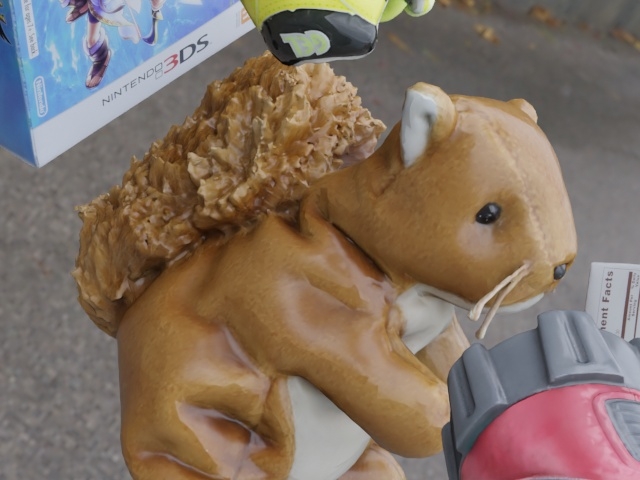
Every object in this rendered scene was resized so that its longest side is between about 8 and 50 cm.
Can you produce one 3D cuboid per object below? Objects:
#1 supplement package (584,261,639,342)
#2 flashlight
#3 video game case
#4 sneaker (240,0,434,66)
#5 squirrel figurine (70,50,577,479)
[{"bbox_3d":[0.306,0.081,1.193,0.179,0.105,0.105,4,-9,30],"label":"supplement package"},{"bbox_3d":[0.112,0.154,0.533,0.304,0.103,0.103,-98,162,-52],"label":"flashlight"},{"bbox_3d":[-0.143,-0.220,1.073,0.061,0.269,0.244,31,51,27],"label":"video game case"},{"bbox_3d":[0.010,-0.193,0.805,0.384,0.145,0.147,-49,133,-64],"label":"sneaker"},{"bbox_3d":[0.000,0.000,1.187,0.281,0.370,0.397,0,45,-53],"label":"squirrel figurine"}]
